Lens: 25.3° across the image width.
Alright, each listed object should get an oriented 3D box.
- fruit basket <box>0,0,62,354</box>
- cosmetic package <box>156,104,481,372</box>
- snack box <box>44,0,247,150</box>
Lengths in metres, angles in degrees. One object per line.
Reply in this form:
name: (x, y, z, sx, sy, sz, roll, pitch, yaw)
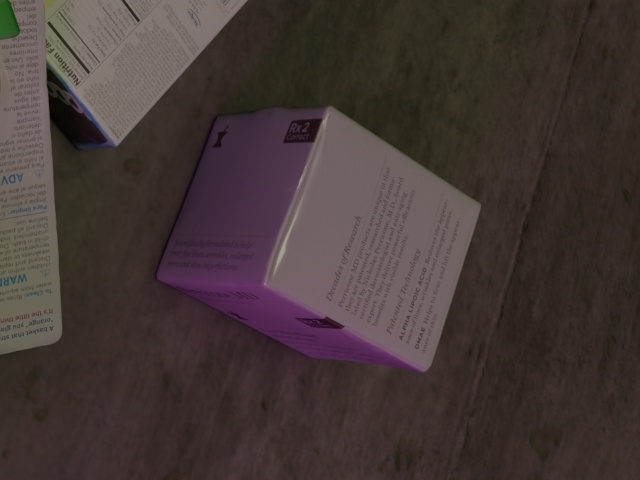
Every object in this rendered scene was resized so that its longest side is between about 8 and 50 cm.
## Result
fruit basket: (-0.324, -0.067, 0.895, 0.327, 0.165, 0.353, -13, 120, -31)
cosmetic package: (0.000, 0.000, 1.142, 0.183, 0.151, 0.151, 29, 72, -35)
snack box: (-0.202, -0.245, 1.031, 0.187, 0.060, 0.322, -52, 120, -27)
